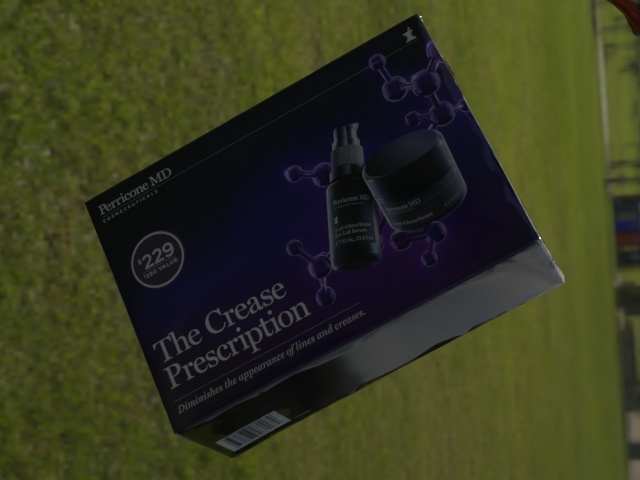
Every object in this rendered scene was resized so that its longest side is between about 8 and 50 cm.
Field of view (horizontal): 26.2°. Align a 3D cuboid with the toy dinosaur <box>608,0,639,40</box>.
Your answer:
[{"bbox_3d":[0.231,-0.145,0.978,0.082,0.090,0.047,-80,-177,-52],"label":"toy dinosaur"}]

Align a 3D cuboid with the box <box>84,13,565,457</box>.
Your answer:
[{"bbox_3d":[0.000,0.000,0.920,0.184,0.261,0.103,65,10,26],"label":"box"}]
